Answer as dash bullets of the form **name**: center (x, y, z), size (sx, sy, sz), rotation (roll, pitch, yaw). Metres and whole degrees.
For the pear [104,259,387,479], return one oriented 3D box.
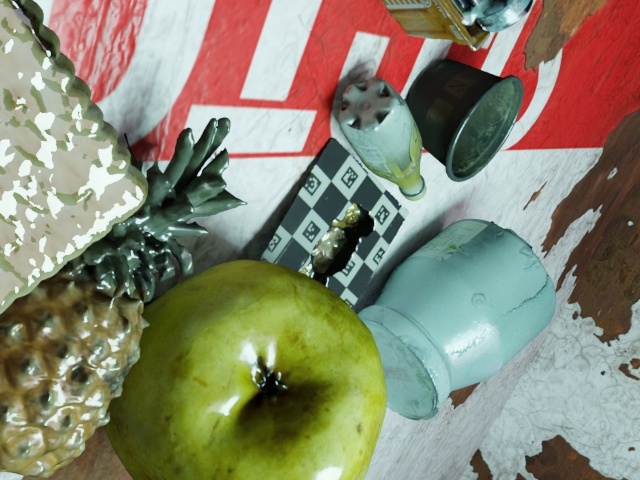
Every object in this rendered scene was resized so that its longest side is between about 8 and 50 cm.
- **pear**: center (-0.076, 0.174, 0.786), size (0.304, 0.304, 0.304), rotation (-36, 147, -28)

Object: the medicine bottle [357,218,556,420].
- **medicine bottle**: center (0.206, 0.133, 1.186), size (0.290, 0.245, 0.245), rotation (-34, 146, -32)

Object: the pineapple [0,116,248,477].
- **pineapple**: center (-0.191, 0.029, 0.615), size (0.340, 0.169, 0.169), rotation (-57, 151, -6)

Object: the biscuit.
- **biscuit**: center (-0.256, -0.086, 0.425), size (0.217, 0.044, 0.325), rotation (-39, 134, -16)

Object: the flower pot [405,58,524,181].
- **flower pot**: center (0.185, -0.172, 0.970), size (0.157, 0.107, 0.157), rotation (-38, 151, -26)

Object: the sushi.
- **sushi**: center (0.000, 0.000, 0.945), size (0.192, 0.050, 0.215), rotation (38, 80, -42)

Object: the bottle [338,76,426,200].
- **bottle**: center (0.094, -0.115, 0.926), size (0.083, 0.083, 0.269), rotation (-52, 154, -1)

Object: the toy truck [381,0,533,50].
- **toy truck**: center (0.178, -0.344, 0.712), size (0.136, 0.162, 0.305), rotation (43, 83, -30)
